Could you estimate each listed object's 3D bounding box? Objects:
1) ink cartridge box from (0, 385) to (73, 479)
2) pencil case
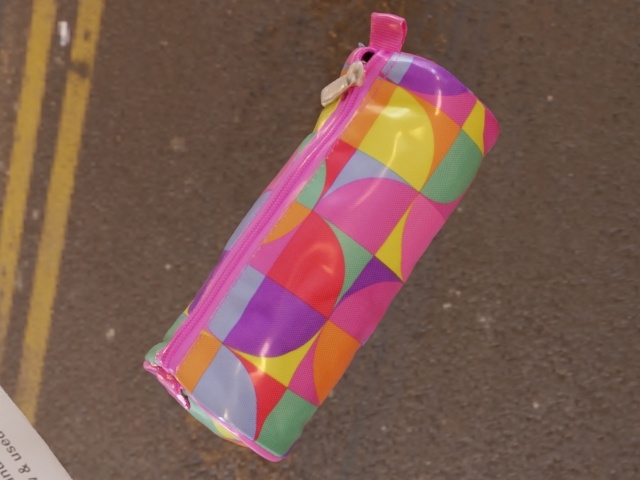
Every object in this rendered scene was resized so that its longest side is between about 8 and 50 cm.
[{"bbox_3d":[-0.238,0.190,0.371,0.129,0.307,0.223,44,130,25],"label":"ink cartridge box"},{"bbox_3d":[0.000,0.000,0.621,0.104,0.104,0.236,25,81,45],"label":"pencil case"}]
